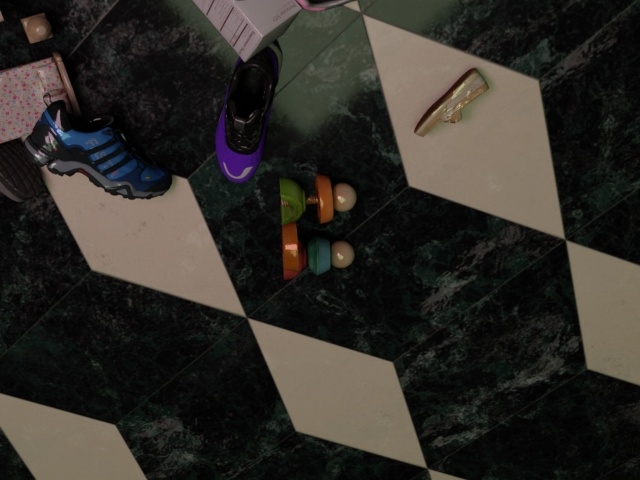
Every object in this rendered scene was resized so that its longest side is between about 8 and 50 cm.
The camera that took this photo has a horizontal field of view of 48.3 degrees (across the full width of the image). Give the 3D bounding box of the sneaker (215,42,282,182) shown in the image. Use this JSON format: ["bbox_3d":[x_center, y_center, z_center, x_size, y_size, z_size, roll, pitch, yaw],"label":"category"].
[{"bbox_3d":[-0.151,-0.232,1.377,0.102,0.146,0.293,12,118,-5],"label":"sneaker"}]

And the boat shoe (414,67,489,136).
[{"bbox_3d":[0.258,-0.258,1.399,0.059,0.063,0.170,41,111,-12],"label":"boat shoe"}]

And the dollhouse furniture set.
[{"bbox_3d":[-0.601,-0.255,1.292,0.303,0.174,0.355,-23,120,-18],"label":"dollhouse furniture set"}]

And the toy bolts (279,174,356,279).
[{"bbox_3d":[0.000,0.000,1.484,0.159,0.218,0.228,-3,137,-4],"label":"toy bolts"}]

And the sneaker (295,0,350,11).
[{"bbox_3d":[0.097,-0.478,1.244,0.319,0.131,0.112,-22,115,13],"label":"sneaker"}]

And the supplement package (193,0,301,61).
[{"bbox_3d":[-0.140,-0.427,1.250,0.179,0.105,0.105,49,154,-6],"label":"supplement package"}]

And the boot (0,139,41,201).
[{"bbox_3d":[-0.757,-0.161,1.467,0.338,0.118,0.223,45,114,-8],"label":"boot"}]

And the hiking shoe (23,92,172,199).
[{"bbox_3d":[-0.411,-0.171,1.394,0.304,0.113,0.132,16,115,-41],"label":"hiking shoe"}]
